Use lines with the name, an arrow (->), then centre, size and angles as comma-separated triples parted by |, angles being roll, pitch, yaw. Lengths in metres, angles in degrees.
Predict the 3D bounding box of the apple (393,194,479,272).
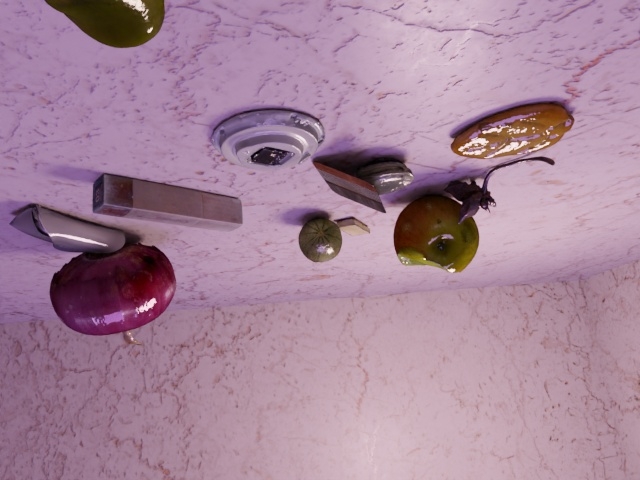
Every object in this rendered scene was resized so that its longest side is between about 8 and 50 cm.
apple -> 0.332, -0.004, 1.585 | 0.245, 0.247, 0.226 | -4, -158, -6

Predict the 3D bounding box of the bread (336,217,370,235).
bread -> 0.109, -0.042, 1.810 | 0.068, 0.028, 0.153 | -12, 164, 23

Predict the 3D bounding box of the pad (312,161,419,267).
pad -> 0.131, -0.073, 1.330 | 0.055, 0.323, 0.250 | -46, 160, 0

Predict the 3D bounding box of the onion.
onion -> -0.615, 0.163, 1.668 | 0.357, 0.345, 0.358 | -15, 176, -1

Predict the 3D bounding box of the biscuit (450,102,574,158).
biscuit -> 0.417, -0.228, 1.209 | 0.259, 0.041, 0.203 | -11, 164, 12

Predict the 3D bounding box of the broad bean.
broad bean -> -0.259, -0.298, 0.660 | 0.124, 0.082, 0.174 | -10, 174, 17

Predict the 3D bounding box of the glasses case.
glasses case -> -0.689, -0.014, 1.517 | 0.128, 0.083, 0.308 | -13, 163, 23

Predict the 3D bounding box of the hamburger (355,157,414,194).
hamburger -> 0.153, -0.155, 1.346 | 0.133, 0.063, 0.140 | 2, 162, -36

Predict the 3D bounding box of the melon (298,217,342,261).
melon -> 0.000, 0.000, 1.716 | 0.139, 0.139, 0.192 | -5, 167, -3

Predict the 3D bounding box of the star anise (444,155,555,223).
star anise -> 0.447, -0.151, 1.423 | 0.218, 0.148, 0.228 | 25, 138, 11

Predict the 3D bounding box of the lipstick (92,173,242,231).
lipstick -> -0.368, -0.086, 1.376 | 0.371, 0.080, 0.076 | 9, 159, -41

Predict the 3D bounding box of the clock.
clock -> -0.104, -0.192, 1.138 | 0.236, 0.053, 0.236 | -5, 166, -1
